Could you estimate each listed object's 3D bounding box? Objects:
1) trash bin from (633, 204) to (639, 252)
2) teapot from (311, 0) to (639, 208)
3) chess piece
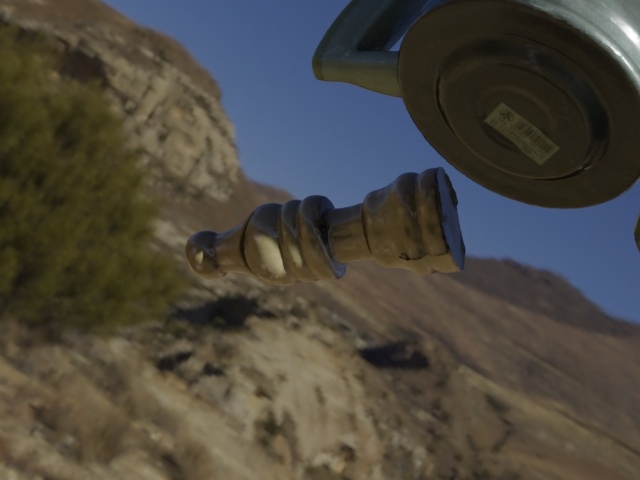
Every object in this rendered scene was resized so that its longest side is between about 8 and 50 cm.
[{"bbox_3d":[0.490,-0.146,1.260,0.280,0.280,0.432,30,-49,22],"label":"trash bin"},{"bbox_3d":[0.193,-0.177,1.197,0.321,0.239,0.239,-15,-57,48],"label":"teapot"},{"bbox_3d":[0.000,0.000,1.457,0.307,0.124,0.139,-9,8,13],"label":"chess piece"}]
